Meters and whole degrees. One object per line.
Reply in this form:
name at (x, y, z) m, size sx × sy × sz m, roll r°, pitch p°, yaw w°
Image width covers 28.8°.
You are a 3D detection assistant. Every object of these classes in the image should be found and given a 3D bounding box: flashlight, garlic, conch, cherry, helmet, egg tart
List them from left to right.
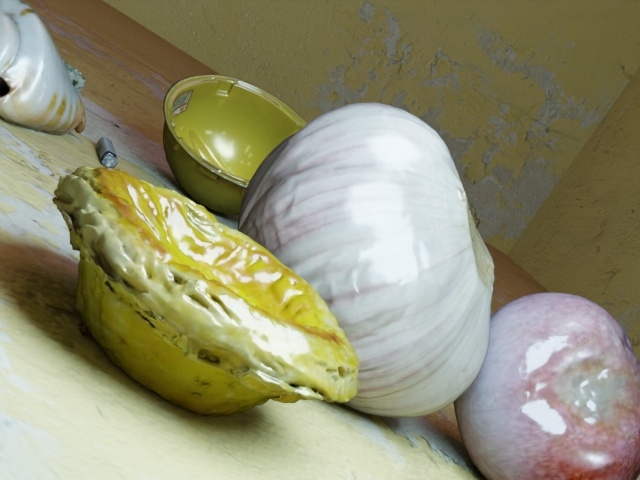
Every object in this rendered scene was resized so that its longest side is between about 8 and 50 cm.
conch at (-0.358, -0.217, 1.508) m, size 0.158 × 0.127 × 0.255 m, roll 37°, pitch 8°, yaw 21°
flashlight at (-0.276, -0.114, 1.613) m, size 0.018 × 0.018 × 0.083 m, roll 32°, pitch 9°, yaw -24°
egg tart at (-0.103, 0.055, 1.005) m, size 0.295 × 0.116 × 0.295 m, roll 35°, pitch 6°, yaw -5°
helmet at (-0.121, -0.107, 1.753) m, size 0.257 × 0.140 × 0.205 m, roll 34°, pitch 43°, yaw 3°
garlic at (0.036, 0.017, 1.258) m, size 0.317 × 0.259 × 0.317 m, roll 63°, pitch 6°, yaw -13°
cherry at (0.234, 0.178, 1.331) m, size 0.206 × 0.239 × 0.239 m, roll -15°, pitch 37°, yaw -30°

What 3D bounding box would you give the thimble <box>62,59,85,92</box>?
thimble at (-0.377, -0.223, 1.691) m, size 0.110 × 0.062 × 0.084 m, roll 33°, pitch 9°, yaw -8°
